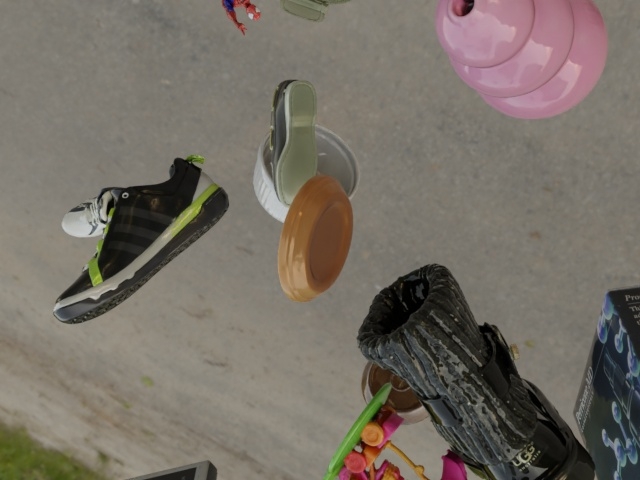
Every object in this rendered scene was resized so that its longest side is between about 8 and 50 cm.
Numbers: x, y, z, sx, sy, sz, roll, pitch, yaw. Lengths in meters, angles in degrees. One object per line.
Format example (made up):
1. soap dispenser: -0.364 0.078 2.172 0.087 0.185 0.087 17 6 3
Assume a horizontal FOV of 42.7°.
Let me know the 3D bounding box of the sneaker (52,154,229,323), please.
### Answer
1. sneaker: -0.206 -0.006 0.887 0.097 0.234 0.084 48 155 0

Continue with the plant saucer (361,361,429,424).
1. plant saucer: 0.162 0.279 1.622 0.168 0.168 0.029 19 162 19

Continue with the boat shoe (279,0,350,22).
1. boat shoe: -0.001 -0.408 1.212 0.113 0.103 0.302 18 -179 -14

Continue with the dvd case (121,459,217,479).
1. dvd case: -0.247 0.370 0.997 0.238 0.179 0.030 -18 124 16

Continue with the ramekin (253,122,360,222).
1. ramekin: -0.036 -0.124 1.620 0.207 0.207 0.109 34 143 -1

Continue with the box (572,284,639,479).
1. box: 0.495 0.284 1.018 0.211 0.395 0.294 -6 134 -1

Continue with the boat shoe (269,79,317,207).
1. boat shoe: -0.053 -0.174 1.476 0.068 0.081 0.228 20 107 53

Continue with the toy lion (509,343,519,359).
1. toy lion: 0.272 0.195 1.173 0.034 0.100 0.096 -14 153 4

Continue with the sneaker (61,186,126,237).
1. sneaker: -0.503 -0.070 1.873 0.234 0.094 0.153 -7 172 8

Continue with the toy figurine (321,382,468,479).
1. toy figurine: 0.099 0.285 0.983 0.159 0.130 0.173 35 116 14

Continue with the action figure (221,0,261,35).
1. action figure: -0.181 -0.495 1.514 0.280 0.091 0.139 44 -173 -47

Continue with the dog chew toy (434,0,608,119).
1. dog chew toy: 0.271 -0.287 1.147 0.206 0.207 0.332 3 179 35

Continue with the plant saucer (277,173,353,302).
1. plant saucer: 0.000 0.000 1.249 0.037 0.200 0.200 13 140 25

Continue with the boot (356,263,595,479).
1. boot: 0.151 0.147 0.927 0.260 0.131 0.348 47 176 -4
